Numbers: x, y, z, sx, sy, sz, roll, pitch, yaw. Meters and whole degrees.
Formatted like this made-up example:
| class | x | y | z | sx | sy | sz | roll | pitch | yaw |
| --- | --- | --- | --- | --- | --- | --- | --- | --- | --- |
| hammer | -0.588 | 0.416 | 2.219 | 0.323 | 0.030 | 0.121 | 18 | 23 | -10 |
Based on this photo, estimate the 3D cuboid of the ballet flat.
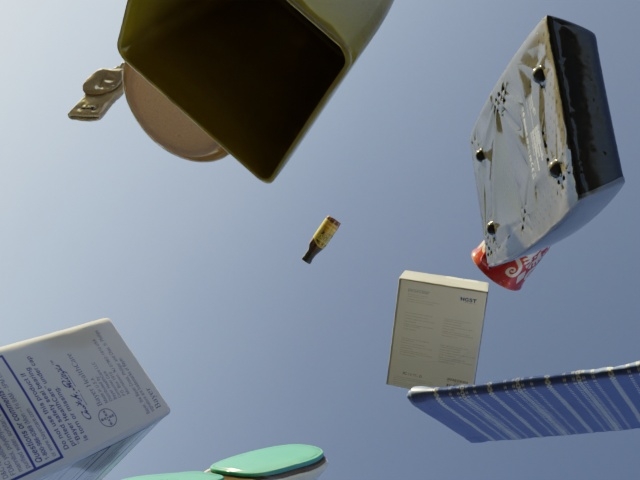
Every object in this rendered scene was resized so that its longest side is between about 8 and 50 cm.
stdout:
| class | x | y | z | sx | sy | sz | roll | pitch | yaw |
| --- | --- | --- | --- | --- | --- | --- | --- | --- | --- |
| ballet flat | -0.139 | 0.385 | 0.996 | 0.139 | 0.400 | 0.139 | -5 | -98 | 38 |

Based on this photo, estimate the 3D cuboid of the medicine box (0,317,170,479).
| class | x | y | z | sx | sy | sz | roll | pitch | yaw |
| --- | --- | --- | --- | --- | --- | --- | --- | --- | --- |
| medicine box | -0.366 | 0.245 | 0.767 | 0.263 | 0.289 | 0.149 | -45 | -106 | 26 |

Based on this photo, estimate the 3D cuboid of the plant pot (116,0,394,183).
| class | x | y | z | sx | sy | sz | roll | pitch | yaw |
| --- | --- | --- | --- | --- | --- | --- | --- | --- | --- |
| plant pot | -0.043 | -0.226 | 0.683 | 0.212 | 0.187 | 0.212 | 42 | -36 | -1 |

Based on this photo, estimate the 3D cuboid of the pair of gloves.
| class | x | y | z | sx | sy | sz | roll | pitch | yaw |
| --- | --- | --- | --- | --- | --- | --- | --- | --- | --- |
| pair of gloves | -0.365 | -0.302 | 1.395 | 0.240 | 0.042 | 0.204 | -1 | -132 | 9 |

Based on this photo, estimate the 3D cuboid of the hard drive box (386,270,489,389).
| class | x | y | z | sx | sy | sz | roll | pitch | yaw |
| --- | --- | --- | --- | --- | --- | --- | --- | --- | --- |
| hard drive box | 0.243 | 0.194 | 1.431 | 0.181 | 0.089 | 0.232 | 9 | -79 | 14 |

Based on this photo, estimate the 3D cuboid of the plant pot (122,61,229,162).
| class | x | y | z | sx | sy | sz | roll | pitch | yaw |
| --- | --- | --- | --- | --- | --- | --- | --- | --- | --- |
| plant pot | -0.231 | -0.237 | 1.164 | 0.032 | 0.236 | 0.236 | -23 | -112 | 44 |

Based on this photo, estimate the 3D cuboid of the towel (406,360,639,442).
| class | x | y | z | sx | sy | sz | roll | pitch | yaw |
| --- | --- | --- | --- | --- | --- | --- | --- | --- | --- |
| towel | 0.313 | 0.217 | 0.932 | 0.336 | 0.243 | 0.040 | -15 | -124 | 29 |

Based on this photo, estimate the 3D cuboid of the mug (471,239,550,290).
| class | x | y | z | sx | sy | sz | roll | pitch | yaw |
| --- | --- | --- | --- | --- | --- | --- | --- | --- | --- |
| mug | 0.368 | 0.000 | 1.250 | 0.113 | 0.150 | 0.169 | 34 | -63 | 1 |

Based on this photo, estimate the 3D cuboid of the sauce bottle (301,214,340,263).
| class | x | y | z | sx | sy | sz | roll | pitch | yaw |
| --- | --- | --- | --- | --- | --- | --- | --- | --- | --- |
| sauce bottle | 0.000 | 0.000 | 1.695 | 0.042 | 0.042 | 0.128 | 37 | -84 | 40 |

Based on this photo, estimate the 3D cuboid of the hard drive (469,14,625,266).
| class | x | y | z | sx | sy | sz | roll | pitch | yaw |
| --- | --- | --- | --- | --- | --- | --- | --- | --- | --- |
| hard drive | 0.201 | -0.076 | 0.649 | 0.054 | 0.255 | 0.172 | -4 | -104 | -3 |
